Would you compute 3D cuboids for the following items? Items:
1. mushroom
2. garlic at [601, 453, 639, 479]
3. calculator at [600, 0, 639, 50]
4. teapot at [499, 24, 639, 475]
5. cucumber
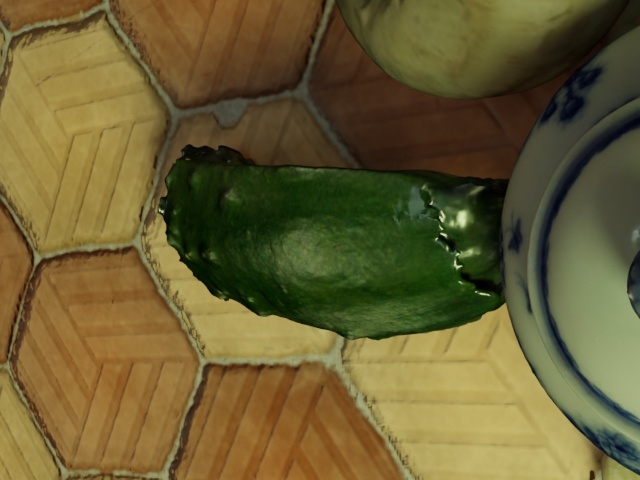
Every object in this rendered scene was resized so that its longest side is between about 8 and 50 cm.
[{"bbox_3d":[0.045,-0.216,0.549,0.290,0.297,0.297,-15,86,-12],"label":"mushroom"},{"bbox_3d":[0.217,0.157,0.649,0.053,0.041,0.083,-3,86,27],"label":"garlic"},{"bbox_3d":[0.283,-0.109,0.578,0.220,0.048,0.329,-5,90,33],"label":"calculator"},{"bbox_3d":[0.198,0.009,0.446,0.252,0.280,0.423,0,94,33],"label":"teapot"},{"bbox_3d":[-0.001,0.003,0.669,0.325,0.105,0.145,6,101,52],"label":"cucumber"}]
